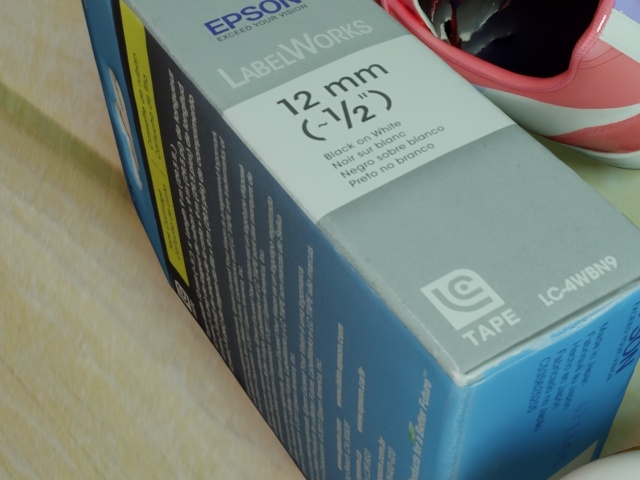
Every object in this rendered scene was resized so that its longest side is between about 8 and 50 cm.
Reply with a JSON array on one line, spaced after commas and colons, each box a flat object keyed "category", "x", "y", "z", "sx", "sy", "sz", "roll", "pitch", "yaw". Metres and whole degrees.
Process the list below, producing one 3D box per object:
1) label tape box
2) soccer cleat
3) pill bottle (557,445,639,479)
[{"category": "label tape box", "x": 0.000, "y": 0.000, "z": 0.540, "sx": 0.348, "sy": 0.115, "sz": 0.249, "roll": 51, "pitch": 157, "yaw": 35}, {"category": "soccer cleat", "x": 0.055, "y": -0.130, "z": 0.532, "sx": 0.318, "sy": 0.116, "sz": 0.109, "roll": 31, "pitch": 96, "yaw": 41}, {"category": "pill bottle", "x": 0.172, "y": 0.119, "z": 0.357, "sx": 0.121, "sy": 0.216, "sz": 0.121, "roll": 2, "pitch": 93, "yaw": 46}]
